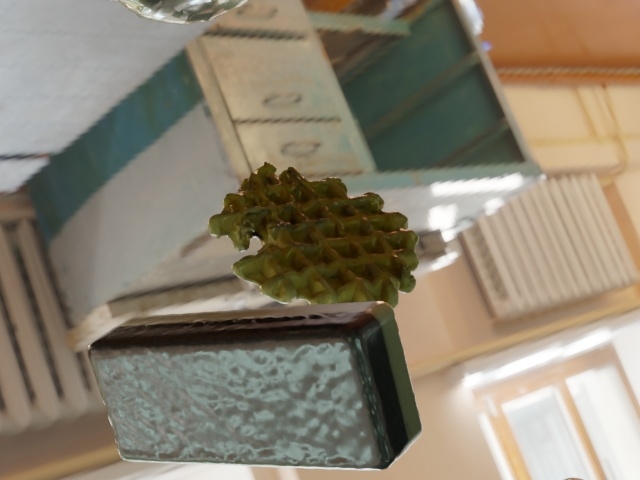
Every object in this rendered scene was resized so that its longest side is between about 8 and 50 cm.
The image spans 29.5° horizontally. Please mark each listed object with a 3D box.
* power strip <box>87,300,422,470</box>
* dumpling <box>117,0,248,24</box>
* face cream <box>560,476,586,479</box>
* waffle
[{"bbox_3d":[-0.056,0.105,0.879,0.257,0.105,0.070,-5,-165,33],"label":"power strip"},{"bbox_3d":[-0.171,-0.301,1.103,0.243,0.187,0.318,19,176,30],"label":"dumpling"},{"bbox_3d":[0.087,0.315,0.857,0.336,0.080,0.163,-49,-177,14],"label":"face cream"},{"bbox_3d":[-0.001,0.002,1.447,0.261,0.250,0.056,-61,172,-58],"label":"waffle"}]
